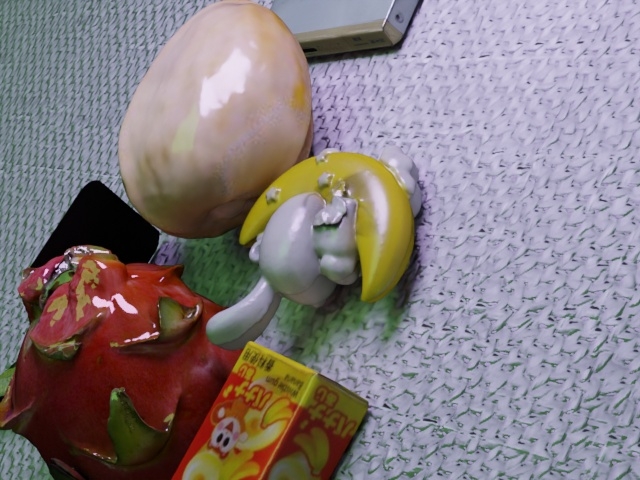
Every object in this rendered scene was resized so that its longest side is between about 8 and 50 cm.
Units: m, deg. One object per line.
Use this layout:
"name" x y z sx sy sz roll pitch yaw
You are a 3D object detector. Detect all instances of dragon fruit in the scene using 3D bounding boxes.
"dragon fruit" -0.250 0.146 1.607 0.305 0.226 0.305 -28 42 29

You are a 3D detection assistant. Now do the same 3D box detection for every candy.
"candy" -0.078 0.252 1.430 0.146 0.088 0.276 21 79 54

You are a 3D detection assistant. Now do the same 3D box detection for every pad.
"pad" -0.346 0.080 1.756 0.323 0.250 0.055 -41 67 -1

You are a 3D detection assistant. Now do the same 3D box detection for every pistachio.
"pistachio" -0.120 -0.140 1.687 0.230 0.230 0.308 -12 54 45

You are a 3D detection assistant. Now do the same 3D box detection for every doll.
"doll" 0.000 0.000 1.537 0.237 0.111 0.252 -7 53 28

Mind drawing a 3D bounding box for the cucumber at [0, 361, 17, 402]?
"cucumber" -0.399 0.194 1.902 0.220 0.046 0.070 -16 48 41

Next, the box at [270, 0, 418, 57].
"box" 0.039 -0.333 1.825 0.270 0.045 0.210 -1 60 50

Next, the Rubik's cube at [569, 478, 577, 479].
"Rubik's cube" 0.135 0.357 0.866 0.358 0.368 0.387 -47 32 43
